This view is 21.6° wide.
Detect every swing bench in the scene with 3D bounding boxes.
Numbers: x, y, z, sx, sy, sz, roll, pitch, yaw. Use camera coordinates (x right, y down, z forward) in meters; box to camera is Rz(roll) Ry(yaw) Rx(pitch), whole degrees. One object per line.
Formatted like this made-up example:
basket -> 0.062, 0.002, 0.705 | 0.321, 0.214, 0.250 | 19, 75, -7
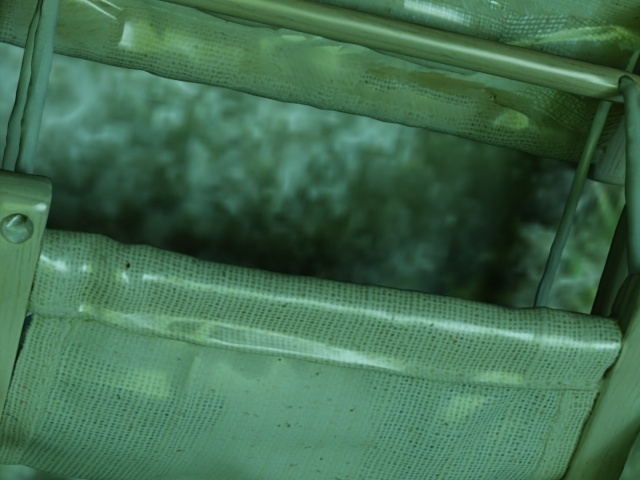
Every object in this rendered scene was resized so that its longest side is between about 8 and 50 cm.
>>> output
swing bench -> 0.000, 0.000, 0.503 | 0.253, 0.165, 0.254 | 11, 86, -14
